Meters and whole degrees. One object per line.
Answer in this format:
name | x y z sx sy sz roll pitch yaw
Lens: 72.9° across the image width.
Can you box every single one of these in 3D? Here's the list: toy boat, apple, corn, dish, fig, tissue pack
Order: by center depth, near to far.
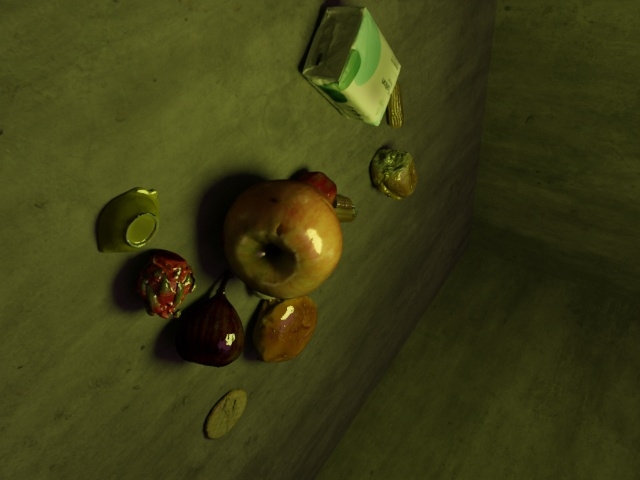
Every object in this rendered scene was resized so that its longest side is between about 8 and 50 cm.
dish | -0.468 -0.041 1.106 0.208 0.080 0.149 -56 148 -16
apple | -0.111 -0.009 1.399 0.346 0.391 0.391 -52 152 -61
fig | -0.346 0.247 1.425 0.217 0.217 0.321 51 38 -56
tissue pack | 0.122 -0.604 1.533 0.356 0.194 0.266 19 92 -59
toy boat | 0.073 -0.138 1.859 0.310 0.089 0.115 -2 108 -56
corn | 0.336 -0.617 1.969 0.080 0.080 0.231 -49 142 -27

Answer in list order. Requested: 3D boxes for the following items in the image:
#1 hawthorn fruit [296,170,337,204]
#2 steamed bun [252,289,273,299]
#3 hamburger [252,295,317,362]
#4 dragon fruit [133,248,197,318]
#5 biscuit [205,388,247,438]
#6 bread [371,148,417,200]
hawthorn fruit | -0.034 -0.164 1.616 0.188 0.169 0.169 -49 144 -30
steamed bun | -0.142 0.126 1.639 0.238 0.152 0.170 -37 137 -44
hamburger | -0.148 0.351 1.763 0.290 0.170 0.314 14 99 -52
dragon fruit | -0.435 0.125 1.210 0.166 0.160 0.172 -83 -165 -84
biscuit | -0.380 0.706 1.764 0.220 0.033 0.220 -35 137 -41
bread | 0.341 -0.310 2.060 0.176 0.195 0.246 -61 147 -23
